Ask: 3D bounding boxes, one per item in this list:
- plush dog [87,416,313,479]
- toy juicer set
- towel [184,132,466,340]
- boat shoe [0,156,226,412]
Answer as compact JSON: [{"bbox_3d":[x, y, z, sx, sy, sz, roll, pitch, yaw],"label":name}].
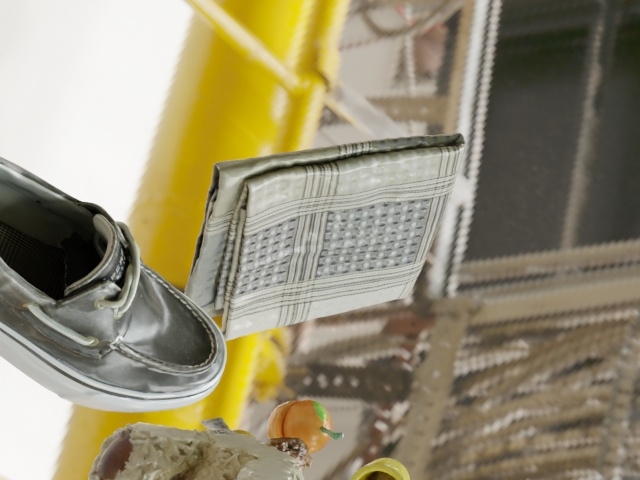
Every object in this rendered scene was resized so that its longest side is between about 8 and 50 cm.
[{"bbox_3d":[-0.098,0.317,1.625,0.262,0.211,0.225,16,-82,31],"label":"plush dog"},{"bbox_3d":[-0.070,0.321,1.767,0.209,0.089,0.329,42,-76,4],"label":"toy juicer set"},{"bbox_3d":[0.000,0.000,1.915,0.324,0.312,0.056,-8,-124,-20],"label":"towel"},{"bbox_3d":[-0.187,0.032,1.163,0.119,0.335,0.121,-28,-133,40],"label":"boat shoe"}]
